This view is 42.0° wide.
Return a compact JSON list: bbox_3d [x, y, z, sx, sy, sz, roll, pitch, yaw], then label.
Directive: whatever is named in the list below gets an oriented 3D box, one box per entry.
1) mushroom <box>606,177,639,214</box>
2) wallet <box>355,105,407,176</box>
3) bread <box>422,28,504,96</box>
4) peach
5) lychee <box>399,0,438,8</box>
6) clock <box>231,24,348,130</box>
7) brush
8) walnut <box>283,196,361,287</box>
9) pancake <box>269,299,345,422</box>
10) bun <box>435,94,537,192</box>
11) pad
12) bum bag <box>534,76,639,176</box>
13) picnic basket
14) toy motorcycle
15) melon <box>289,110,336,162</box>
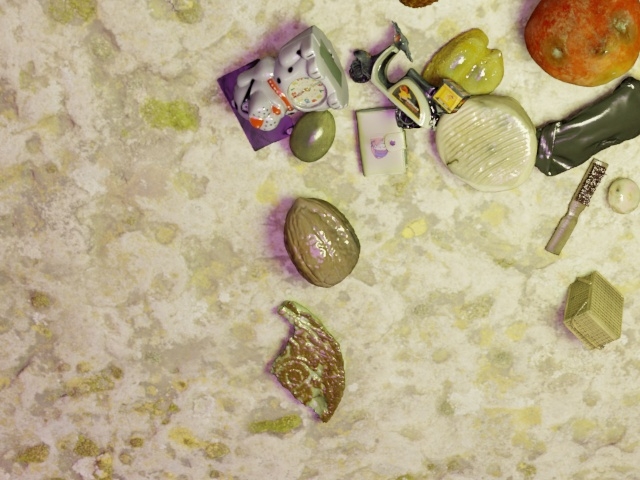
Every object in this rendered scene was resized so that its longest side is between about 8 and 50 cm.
[{"bbox_3d":[0.690,-0.102,1.904,0.083,0.067,0.083,-3,96,-27],"label":"mushroom"},{"bbox_3d":[0.143,-0.229,1.918,0.110,0.039,0.155,-4,111,10],"label":"wallet"},{"bbox_3d":[0.317,-0.362,1.836,0.188,0.065,0.149,-39,109,17],"label":"bread"},{"bbox_3d":[0.540,-0.418,1.686,0.232,0.256,0.232,3,113,8],"label":"peach"},{"bbox_3d":[0.209,-0.576,1.699,0.194,0.194,0.194,2,112,5],"label":"lychee"},{"bbox_3d":[-0.085,-0.337,1.831,0.254,0.189,0.189,-21,109,16],"label":"clock"},{"bbox_3d":[0.596,-0.072,1.941,0.043,0.036,0.248,24,112,0],"label":"brush"},{"bbox_3d":[-0.001,0.000,1.955,0.178,0.178,0.230,-23,107,14],"label":"walnut"},{"bbox_3d":[-0.035,0.320,2.157,0.197,0.054,0.376,-7,110,7],"label":"pancake"},{"bbox_3d":[0.376,-0.221,1.858,0.237,0.116,0.210,46,114,0],"label":"bun"},{"bbox_3d":[-0.147,-0.312,1.930,0.116,0.004,0.193,-24,108,14],"label":"pad"},{"bbox_3d":[0.606,-0.253,1.847,0.326,0.079,0.142,-26,115,11],"label":"bum bag"},{"bbox_3d":[0.645,0.165,1.962,0.115,0.164,0.079,42,133,-14],"label":"picnic basket"},{"bbox_3d":[0.181,-0.348,1.815,0.263,0.091,0.157,45,114,12],"label":"toy motorcycle"},{"bbox_3d":[-0.017,-0.240,1.898,0.098,0.098,0.130,24,105,-5],"label":"melon"}]
